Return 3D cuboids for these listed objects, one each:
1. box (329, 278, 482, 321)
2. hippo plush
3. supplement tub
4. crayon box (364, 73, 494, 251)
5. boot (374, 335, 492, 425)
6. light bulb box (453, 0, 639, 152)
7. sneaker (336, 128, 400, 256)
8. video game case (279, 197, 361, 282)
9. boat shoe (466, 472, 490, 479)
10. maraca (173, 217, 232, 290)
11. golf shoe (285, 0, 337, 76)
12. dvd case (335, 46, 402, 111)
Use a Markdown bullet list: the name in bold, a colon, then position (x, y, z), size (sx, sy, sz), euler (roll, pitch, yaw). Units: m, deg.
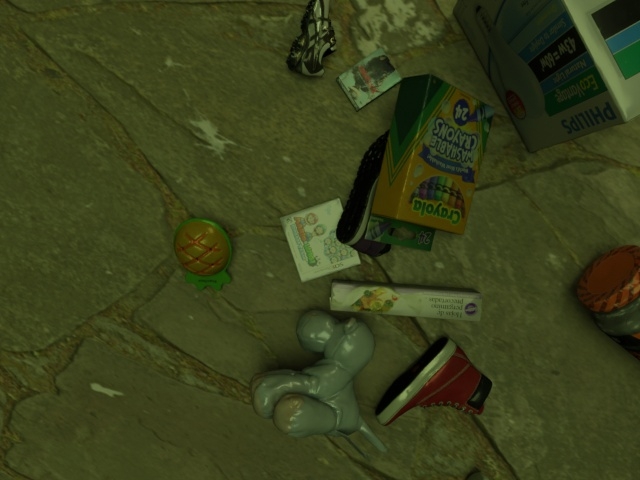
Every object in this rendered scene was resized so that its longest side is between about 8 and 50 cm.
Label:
- **box**: position (0.182, 0.129, 0.963), size (0.324, 0.067, 0.063), euler (4, 95, 1)
- **hippo plush**: position (0.009, 0.261, 0.891), size (0.294, 0.234, 0.237), euler (17, 82, 28)
- **supplement tub**: position (0.697, 0.163, 0.878), size (0.316, 0.193, 0.193), euler (38, 95, 1)
- **crayon box**: position (0.223, -0.137, 0.887), size (0.203, 0.083, 0.323), euler (10, 96, -35)
- **boot**: position (0.254, 0.356, 0.967), size (0.244, 0.088, 0.176), euler (-43, 92, 1)
- **light bulb box**: position (0.451, -0.380, 0.772), size (0.225, 0.358, 0.361), euler (-29, 91, 6)
- **sneaker**: position (0.141, -0.103, 0.950), size (0.124, 0.107, 0.283), euler (26, 87, -28)
- **video game case**: position (0.000, 0.000, 0.986), size (0.143, 0.019, 0.157), euler (-18, 92, 3)
- **boat shoe**: position (0.350, 0.629, 0.987), size (0.081, 0.079, 0.228), euler (15, 100, -5)
- **maraca**: position (-0.255, 0.034, 0.966), size (0.127, 0.099, 0.186), euler (2, 120, 5)
- **golf shoe**: position (0.000, -0.448, 0.939), size (0.093, 0.077, 0.198), euler (20, 99, -13)
- **dvd case**: position (0.106, -0.352, 0.962), size (0.119, 0.013, 0.087), euler (-33, 92, 5)
